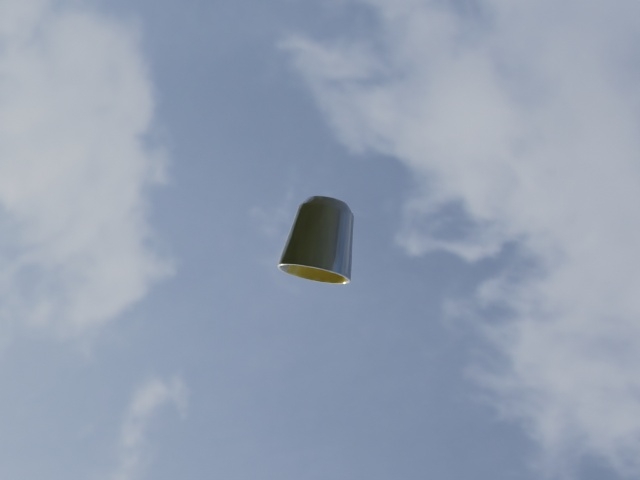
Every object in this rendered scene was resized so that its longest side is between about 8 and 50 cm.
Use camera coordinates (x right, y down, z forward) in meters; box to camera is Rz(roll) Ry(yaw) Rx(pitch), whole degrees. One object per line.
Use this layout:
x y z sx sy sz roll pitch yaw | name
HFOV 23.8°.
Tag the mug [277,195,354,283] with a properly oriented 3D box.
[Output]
-0.002 -0.001 1.265 0.078 0.062 0.064 162 -59 -67 | mug
